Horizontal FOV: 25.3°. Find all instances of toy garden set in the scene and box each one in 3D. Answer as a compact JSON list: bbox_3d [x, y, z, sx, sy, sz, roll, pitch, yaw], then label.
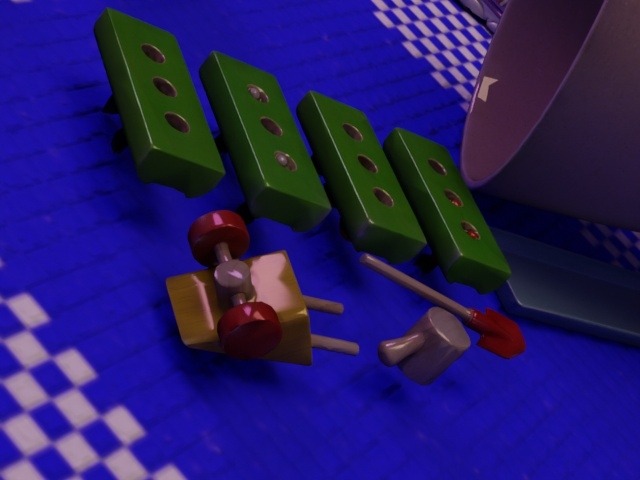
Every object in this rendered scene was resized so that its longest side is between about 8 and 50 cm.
[{"bbox_3d":[0.000,0.000,0.728,0.244,0.049,0.204,19,35,-38],"label":"toy garden set"}]

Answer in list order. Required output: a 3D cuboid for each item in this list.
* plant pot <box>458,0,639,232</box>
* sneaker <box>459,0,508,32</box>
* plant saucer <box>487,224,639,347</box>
[{"bbox_3d":[0.266,-0.097,0.906,0.274,0.256,0.256,23,32,-7],"label":"plant pot"},{"bbox_3d":[0.156,-0.212,1.176,0.170,0.071,0.068,35,30,-16],"label":"sneaker"},{"bbox_3d":[0.173,0.037,0.918,0.192,0.018,0.067,16,38,-40],"label":"plant saucer"}]
